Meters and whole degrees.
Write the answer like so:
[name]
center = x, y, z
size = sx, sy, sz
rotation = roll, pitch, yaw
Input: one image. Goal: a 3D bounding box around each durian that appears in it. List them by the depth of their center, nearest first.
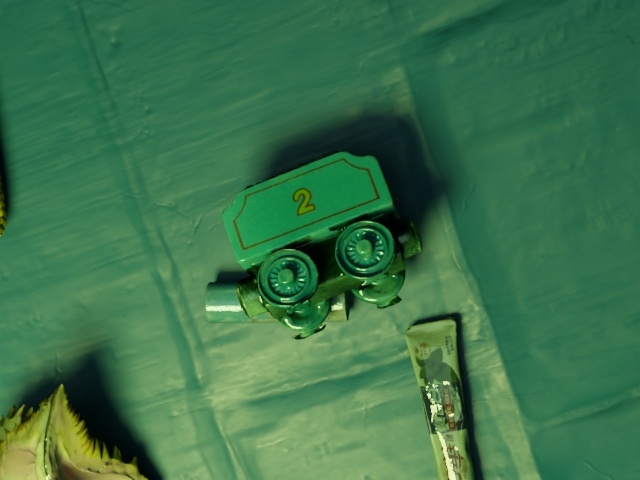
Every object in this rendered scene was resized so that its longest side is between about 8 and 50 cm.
[durian]
center = -0.299, 0.305, 1.559
size = 0.195, 0.185, 0.305
rotation = -11, 102, 36

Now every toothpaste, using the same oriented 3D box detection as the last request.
[toothpaste]
center = 0.141, 0.203, 1.531
size = 0.060, 0.038, 0.234
rotation = -10, 92, 8

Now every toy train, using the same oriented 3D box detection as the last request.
[toy train]
center = 0.000, 0.000, 1.468
size = 0.203, 0.112, 0.163
rotation = -20, 69, 1

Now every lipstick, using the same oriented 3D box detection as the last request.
[lipstick]
center = -0.047, 0.068, 1.538
size = 0.157, 0.048, 0.048
rotation = -1, 96, 9

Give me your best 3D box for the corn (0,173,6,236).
[corn]
center = -0.413, -0.124, 1.552
size = 0.091, 0.091, 0.260
rotation = -10, 96, 24
